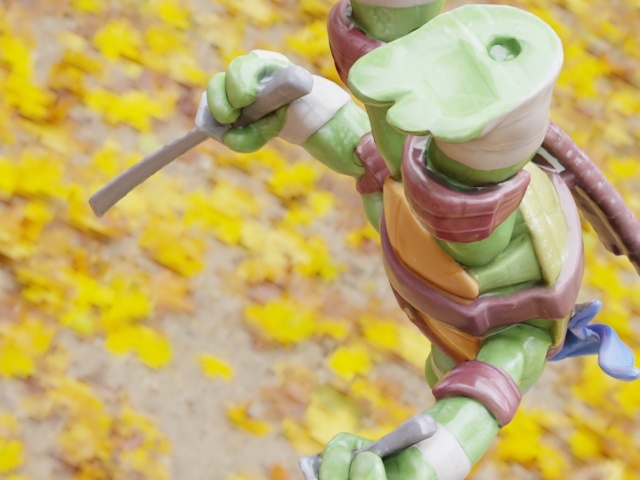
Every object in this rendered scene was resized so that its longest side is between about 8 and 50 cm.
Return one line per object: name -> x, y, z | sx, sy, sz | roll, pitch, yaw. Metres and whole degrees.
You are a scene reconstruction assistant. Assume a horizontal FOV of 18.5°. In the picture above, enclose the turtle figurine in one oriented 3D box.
turtle figurine -> 0.000, 0.000, 0.772 | 0.275, 0.266, 0.197 | 9, 52, 9
